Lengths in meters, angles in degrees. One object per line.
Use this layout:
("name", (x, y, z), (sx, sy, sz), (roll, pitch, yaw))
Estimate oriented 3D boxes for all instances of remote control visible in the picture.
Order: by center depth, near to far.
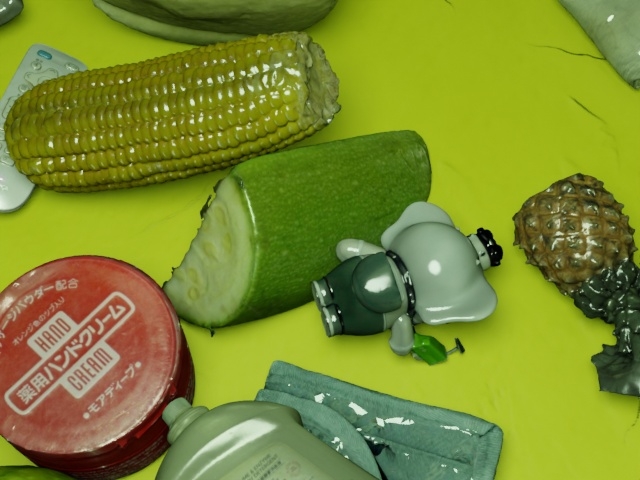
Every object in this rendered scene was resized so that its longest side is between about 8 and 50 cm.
("remote control", (-0.329, -0.125, 1.024), (0.073, 0.044, 0.229), (22, 56, -14))

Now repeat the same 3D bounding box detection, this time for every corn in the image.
("corn", (-0.151, -0.124, 0.913), (0.344, 0.131, 0.131), (-9, 60, 21))

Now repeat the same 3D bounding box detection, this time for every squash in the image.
("squash", (0.000, 0.000, 0.963), (0.288, 0.203, 0.111), (-14, 55, -47))

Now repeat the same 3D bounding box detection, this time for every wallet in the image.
("wallet", (0.009, 0.285, 0.790), (0.237, 0.075, 0.342), (14, 63, 11))

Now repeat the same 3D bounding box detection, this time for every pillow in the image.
("pillow", (0.376, -0.268, 1.078), (0.134, 0.078, 0.181), (-30, 69, -11))

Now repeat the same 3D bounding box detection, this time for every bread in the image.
("bread", (-0.120, -0.351, 0.998), (0.320, 0.320, 0.237), (-2, 90, -1))

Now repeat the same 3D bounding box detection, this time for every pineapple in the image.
("pineapple", (0.286, 0.053, 0.892), (0.111, 0.119, 0.237), (-9, 58, -39))

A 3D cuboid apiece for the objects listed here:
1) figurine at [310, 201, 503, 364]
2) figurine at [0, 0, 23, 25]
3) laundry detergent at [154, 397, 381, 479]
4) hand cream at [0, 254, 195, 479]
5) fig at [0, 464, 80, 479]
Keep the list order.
("figurine", (0.089, 0.039, 0.886), (0.192, 0.126, 0.147), (-19, 66, -7))
("figurine", (-0.513, -0.340, 1.067), (0.342, 0.167, 0.285), (6, 67, 19))
("laundry detergent", (-0.045, 0.225, 0.733), (0.181, 0.091, 0.253), (-42, 66, -12))
("hand cream", (-0.214, 0.121, 0.846), (0.193, 0.125, 0.193), (0, 61, 0))
("fig", (-0.273, 0.251, 0.690), (0.233, 0.314, 0.233), (-15, 40, 13))
